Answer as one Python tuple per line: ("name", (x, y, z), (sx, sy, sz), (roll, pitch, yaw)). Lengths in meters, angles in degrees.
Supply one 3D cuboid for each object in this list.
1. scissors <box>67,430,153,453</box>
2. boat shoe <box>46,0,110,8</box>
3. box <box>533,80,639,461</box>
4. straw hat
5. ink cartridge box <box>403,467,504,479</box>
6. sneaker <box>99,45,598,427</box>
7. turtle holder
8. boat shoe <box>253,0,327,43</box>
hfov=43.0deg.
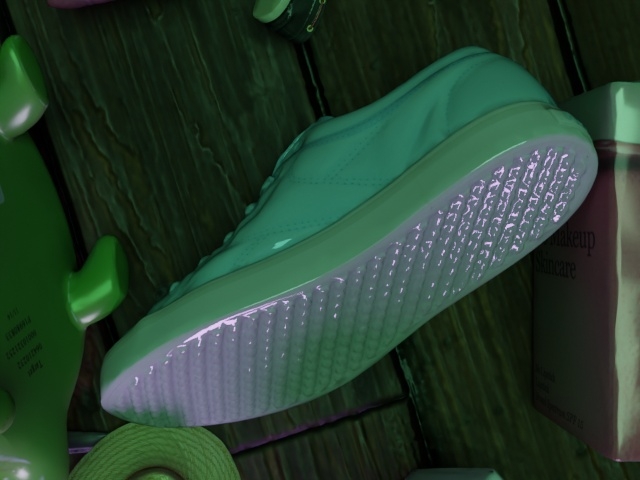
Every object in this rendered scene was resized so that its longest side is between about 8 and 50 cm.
("scissors", (-0.278, 0.155, 0.584), (0.296, 0.021, 0.109), (16, 82, -8))
("boat shoe", (-0.188, -0.322, 0.530), (0.123, 0.123, 0.342), (-17, 99, -5))
("box", (0.227, 0.017, 0.555), (0.126, 0.148, 0.233), (-1, 91, -4))
("straw hat", (-0.117, 0.191, 0.555), (0.144, 0.061, 0.145), (3, 74, -10))
("ink cartridge box", (0.119, 0.324, 0.539), (0.278, 0.117, 0.201), (49, 62, -4))
("sneaker", (0.000, 0.000, 0.567), (0.365, 0.150, 0.135), (-30, 136, 11))
("turtle holder", (-0.261, 0.041, 0.498), (0.227, 0.243, 0.320), (-13, 131, 12))
("boat shoe", (-0.004, -0.206, 0.585), (0.042, 0.048, 0.133), (29, 79, -37))
